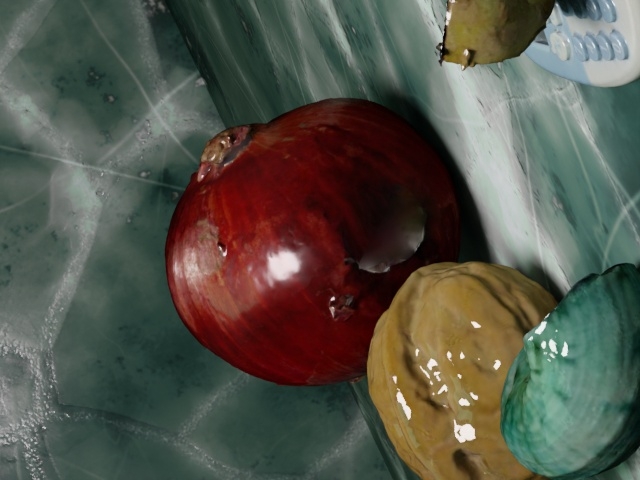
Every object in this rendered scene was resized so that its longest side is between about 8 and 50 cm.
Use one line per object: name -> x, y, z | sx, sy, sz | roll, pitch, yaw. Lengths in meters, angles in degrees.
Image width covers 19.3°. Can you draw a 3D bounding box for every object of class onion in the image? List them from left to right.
onion -> 0.001, 0.008, 2.058 | 0.341, 0.341, 0.341 | 62, 171, 18

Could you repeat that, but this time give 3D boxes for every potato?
potato -> 0.135, -0.196, 1.352 | 0.172, 0.089, 0.100 | -75, -10, -60

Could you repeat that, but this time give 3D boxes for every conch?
conch -> 0.239, 0.122, 1.632 | 0.134, 0.196, 0.202 | 46, -169, 10

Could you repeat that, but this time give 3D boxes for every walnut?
walnut -> 0.157, 0.142, 1.877 | 0.224, 0.257, 0.257 | -35, 79, 48

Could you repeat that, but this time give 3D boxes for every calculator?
calculator -> 0.172, -0.207, 1.412 | 0.188, 0.042, 0.303 | 67, 170, -21
